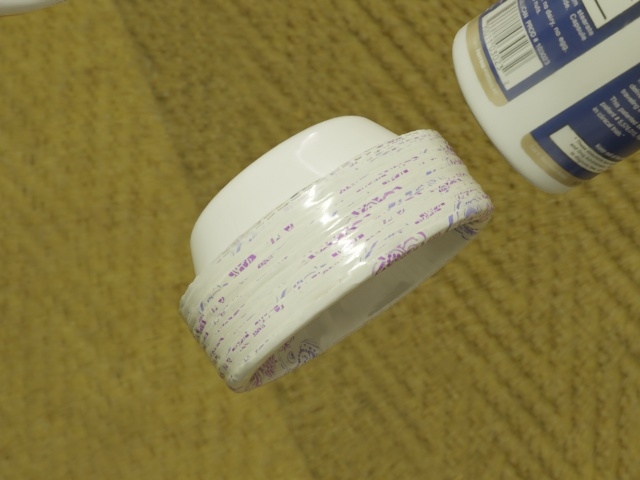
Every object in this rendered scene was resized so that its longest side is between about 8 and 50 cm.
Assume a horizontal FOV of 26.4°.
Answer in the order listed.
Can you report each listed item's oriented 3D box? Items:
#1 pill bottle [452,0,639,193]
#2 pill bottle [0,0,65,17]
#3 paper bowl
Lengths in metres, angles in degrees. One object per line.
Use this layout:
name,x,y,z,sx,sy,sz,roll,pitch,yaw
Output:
pill bottle,0.151,-0.100,0.609,0.169,0.094,0.094,-33,83,28
pill bottle,-0.147,-0.126,0.425,0.221,0.124,0.124,8,97,53
paper bowl,0.000,0.000,1.209,0.284,0.284,0.148,-39,79,15
